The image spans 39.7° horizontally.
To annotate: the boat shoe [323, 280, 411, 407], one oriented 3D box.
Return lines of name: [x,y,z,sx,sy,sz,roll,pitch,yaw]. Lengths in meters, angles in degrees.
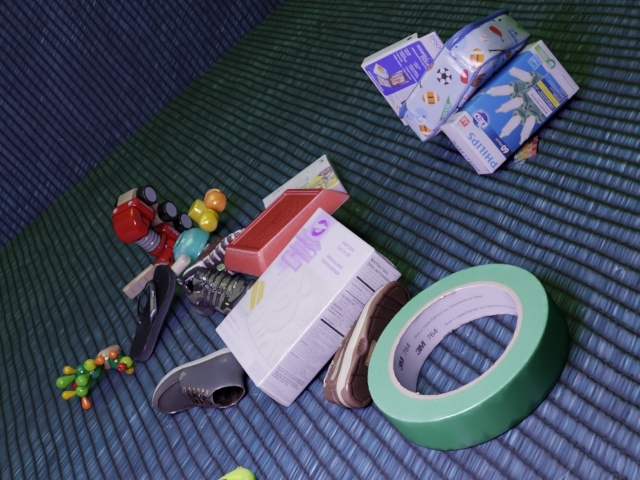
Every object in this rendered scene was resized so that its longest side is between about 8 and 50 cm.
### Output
boat shoe: [0.074,0.179,1.576,0.095,0.095,0.257,-15,35,49]

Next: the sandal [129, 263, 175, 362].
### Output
sandal: [-0.414,0.168,2.155,0.097,0.054,0.254,-18,52,46]

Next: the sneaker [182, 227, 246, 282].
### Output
sneaker: [-0.211,0.014,2.177,0.281,0.106,0.162,-27,22,18]

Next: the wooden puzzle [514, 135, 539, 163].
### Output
wooden puzzle: [0.416,-0.183,1.793,0.049,0.006,0.083,-21,32,32]

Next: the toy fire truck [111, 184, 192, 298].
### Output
toy fire truck: [-0.483,0.011,2.417,0.159,0.217,0.246,-22,46,29]

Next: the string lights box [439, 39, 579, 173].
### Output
string lights box: [0.386,-0.270,1.811,0.260,0.133,0.077,-44,10,-8]

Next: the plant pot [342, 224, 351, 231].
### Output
plant pot: [0.000,0.000,1.936,0.134,0.095,0.134,-30,28,18]

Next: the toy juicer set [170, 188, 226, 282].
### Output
toy juicer set: [-0.316,0.012,2.296,0.209,0.090,0.329,-33,30,54]

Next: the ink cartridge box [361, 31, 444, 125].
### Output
ink cartridge box: [0.239,-0.390,2.113,0.208,0.206,0.045,-19,37,33]

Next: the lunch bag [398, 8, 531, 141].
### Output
lunch bag: [0.309,-0.354,1.921,0.243,0.115,0.303,-36,-10,-43]

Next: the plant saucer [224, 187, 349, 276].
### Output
plant saucer: [-0.090,-0.032,1.940,0.258,0.047,0.259,-45,20,-17]

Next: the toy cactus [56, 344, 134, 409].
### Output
toy cactus: [-0.527,0.312,2.145,0.219,0.112,0.180,-30,9,23]

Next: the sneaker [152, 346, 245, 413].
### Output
sneaker: [-0.251,0.307,1.794,0.222,0.083,0.118,-32,28,12]

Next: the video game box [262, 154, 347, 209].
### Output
video game box: [-0.042,-0.110,2.210,0.205,0.048,0.187,-35,25,8]

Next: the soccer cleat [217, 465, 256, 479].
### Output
soccer cleat: [-0.188,0.454,1.519,0.179,0.060,0.072,-33,29,6]

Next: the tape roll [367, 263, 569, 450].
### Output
tape roll: [0.228,0.177,1.403,0.321,0.077,0.321,-30,29,19]

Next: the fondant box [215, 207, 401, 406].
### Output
fondant box: [-0.031,0.121,1.713,0.330,0.096,0.238,-49,34,-1]

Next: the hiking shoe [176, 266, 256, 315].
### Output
hiking shoe: [-0.240,0.113,2.042,0.227,0.114,0.086,-14,37,40]
